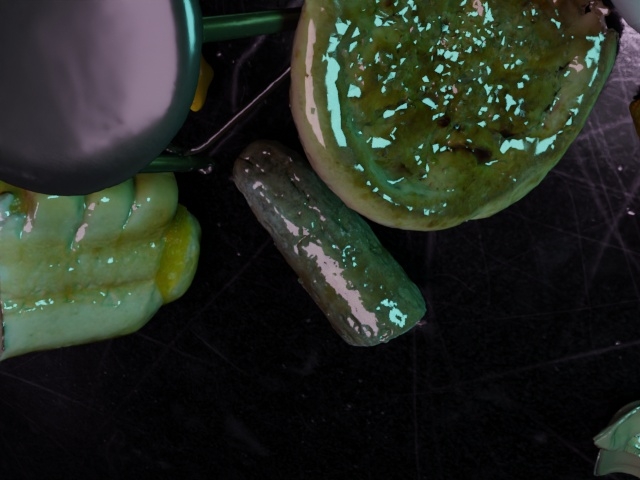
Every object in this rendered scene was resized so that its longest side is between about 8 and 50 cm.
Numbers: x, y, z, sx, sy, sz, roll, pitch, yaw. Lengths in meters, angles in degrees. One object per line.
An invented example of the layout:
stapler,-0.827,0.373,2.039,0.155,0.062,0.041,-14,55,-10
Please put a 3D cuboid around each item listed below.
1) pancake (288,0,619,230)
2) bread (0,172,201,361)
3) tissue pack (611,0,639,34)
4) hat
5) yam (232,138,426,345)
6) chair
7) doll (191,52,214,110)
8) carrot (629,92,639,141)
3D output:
pancake,0.149,-0.195,0.807,0.071,0.383,0.382,40,148,61
bread,-0.357,0.000,1.226,0.210,0.342,0.300,40,131,45
tissue pack,0.374,-0.310,0.638,0.236,0.229,0.333,39,130,-4
hat,0.432,0.272,1.083,0.147,0.084,0.175,14,148,9
yam,0.000,0.000,1.113,0.330,0.133,0.133,50,130,-2
chair,-0.196,-0.250,0.839,0.365,0.410,0.362,-36,97,26
doll,-0.203,-0.243,1.131,0.113,0.072,0.135,-13,98,50
carrot,0.405,-0.051,0.892,0.070,0.070,0.260,-15,109,35
